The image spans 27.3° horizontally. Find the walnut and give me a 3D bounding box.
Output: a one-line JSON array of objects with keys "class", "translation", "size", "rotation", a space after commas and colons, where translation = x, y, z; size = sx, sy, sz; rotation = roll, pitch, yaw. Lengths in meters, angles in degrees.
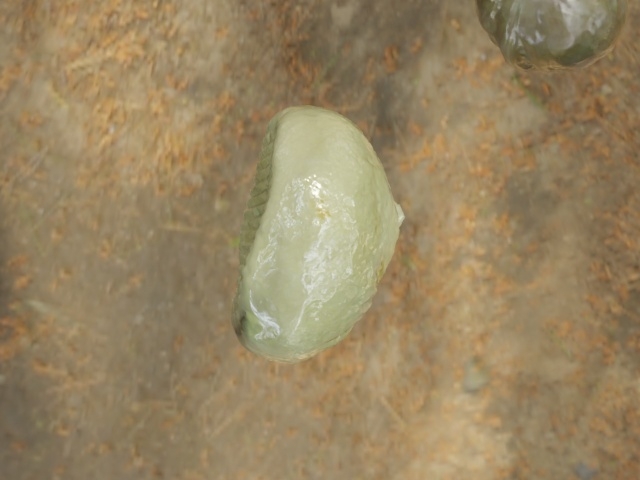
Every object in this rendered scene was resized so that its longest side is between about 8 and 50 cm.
[{"class": "walnut", "translation": [0.219, -0.224, 1.244], "size": [0.140, 0.140, 0.162], "rotation": [-26, 161, 16]}]

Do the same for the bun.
[{"class": "bun", "translation": [0.000, 0.000, 1.083], "size": [0.127, 0.222, 0.222], "rotation": [9, 124, -6]}]
